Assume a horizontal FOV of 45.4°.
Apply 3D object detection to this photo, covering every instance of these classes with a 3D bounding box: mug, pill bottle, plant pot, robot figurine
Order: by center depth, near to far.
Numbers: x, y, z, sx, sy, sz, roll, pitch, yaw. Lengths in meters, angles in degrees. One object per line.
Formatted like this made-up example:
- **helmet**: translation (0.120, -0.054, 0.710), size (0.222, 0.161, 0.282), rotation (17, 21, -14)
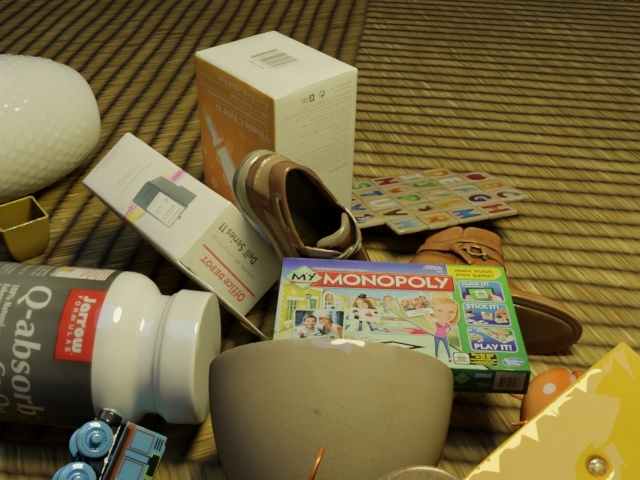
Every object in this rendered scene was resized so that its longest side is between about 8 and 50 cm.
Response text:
- **plant pot**: translation (0.010, 0.244, 0.858), size (0.284, 0.284, 0.190), rotation (2, 64, 1)
- **robot figurine**: translation (0.350, 0.232, 0.966), size (0.220, 0.128, 0.158), rotation (8, 61, 10)
- **pill bottle**: translation (-0.325, 0.138, 1.006), size (0.363, 0.210, 0.210), rotation (4, 36, 4)
- **plant pot**: translation (-0.514, -0.014, 1.319), size (0.081, 0.083, 0.081), rotation (-23, 43, -30)
- **mug**: translation (-0.629, -0.209, 1.469), size (0.328, 0.276, 0.374), rotation (-23, 11, -38)

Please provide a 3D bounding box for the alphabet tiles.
- **alphabet tiles**: translation (0.195, -0.081, 1.440), size (0.343, 0.011, 0.285), rotation (-10, 23, -15)

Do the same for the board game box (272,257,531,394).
- **board game box**: translation (0.100, 0.108, 1.021), size (0.318, 0.046, 0.213), rotation (2, 36, 1)

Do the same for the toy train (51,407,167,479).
- **toy train**: translation (-0.253, 0.288, 0.875), size (0.105, 0.080, 0.184), rotation (27, 62, -15)

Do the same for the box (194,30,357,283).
- **box**: translation (-0.074, -0.140, 1.284), size (0.168, 0.345, 0.215), rotation (-26, 43, -32)

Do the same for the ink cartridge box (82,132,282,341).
- **ink cartridge box**: translation (-0.192, -0.008, 1.197), size (0.353, 0.207, 0.119), rotation (34, 78, 36)

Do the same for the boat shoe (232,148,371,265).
- **boat shoe**: translation (0.000, 0.000, 1.137), size (0.116, 0.324, 0.123), rotation (10, 60, 50)

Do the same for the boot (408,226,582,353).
- **boot**: translation (0.277, 0.069, 1.231), size (0.284, 0.109, 0.220), rotation (5, 31, 18)

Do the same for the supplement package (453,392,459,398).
- **supplement package**: translation (0.105, 0.159, 1.078), size (0.179, 0.105, 0.105), rotation (27, 42, 31)

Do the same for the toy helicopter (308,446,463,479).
- **toy helicopter**: translation (0.015, 0.354, 0.692), size (0.235, 0.140, 0.355), rotation (40, 82, 9)

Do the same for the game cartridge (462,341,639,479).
- **game cartridge**: translation (0.349, 0.307, 0.816), size (0.285, 0.052, 0.323), rotation (-34, 63, -18)
